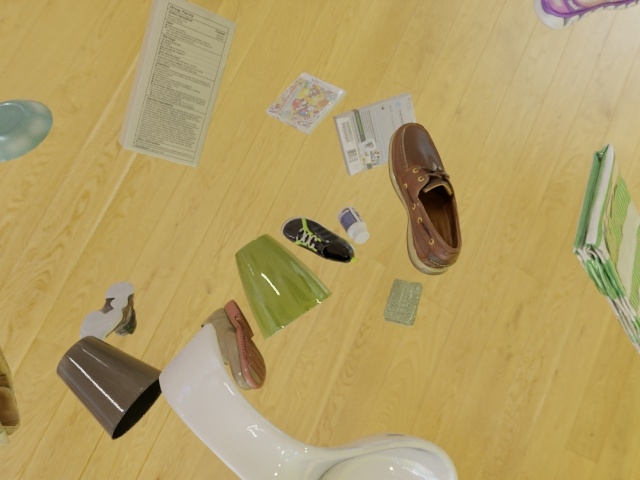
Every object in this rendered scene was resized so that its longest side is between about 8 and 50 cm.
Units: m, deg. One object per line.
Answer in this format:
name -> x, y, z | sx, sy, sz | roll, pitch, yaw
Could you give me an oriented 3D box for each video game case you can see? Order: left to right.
video game case -> -0.053, -0.506, 1.865 | 0.206, 0.026, 0.227 | 32, 71, 25

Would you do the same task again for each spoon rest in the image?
spoon rest -> 0.003, 0.175, 0.385 | 0.276, 0.084, 0.137 | 42, 91, -22

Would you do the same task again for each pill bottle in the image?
pill bottle -> 0.104, -0.047, 1.590 | 0.067, 0.067, 0.120 | -20, 50, -13

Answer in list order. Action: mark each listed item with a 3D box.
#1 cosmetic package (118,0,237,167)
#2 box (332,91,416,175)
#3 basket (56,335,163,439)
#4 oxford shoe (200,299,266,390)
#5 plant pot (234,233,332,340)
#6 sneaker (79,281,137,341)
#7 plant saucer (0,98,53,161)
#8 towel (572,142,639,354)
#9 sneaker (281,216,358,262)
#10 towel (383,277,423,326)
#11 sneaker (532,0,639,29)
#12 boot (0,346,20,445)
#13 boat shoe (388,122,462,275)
cosmetic package -> -0.301, -0.325, 1.058 | 0.160, 0.113, 0.310 | 13, 100, -31
box -> 0.136, -0.251, 1.204 | 0.186, 0.038, 0.145 | -20, 116, -4
basket -> -0.546, 0.361, 1.311 | 0.226, 0.154, 0.204 | 31, 45, 10
oxford shoe -> -0.222, 0.273, 1.249 | 0.130, 0.348, 0.123 | -29, 112, -7
plant pot -> -0.152, 0.135, 1.708 | 0.274, 0.275, 0.294 | -33, 84, -13
sneaker -> -0.647, 0.263, 1.592 | 0.101, 0.269, 0.153 | 5, 125, 5
plant saucer -> -0.714, -0.263, 1.157 | 0.194, 0.037, 0.195 | -2, 59, 4
towel -> 0.506, 0.033, 0.823 | 0.325, 0.038, 0.248 | 48, 52, -23
sneaker -> 0.000, 0.000, 1.436 | 0.234, 0.097, 0.084 | 21, 102, -2
towel -> 0.267, 0.199, 1.641 | 0.110, 0.027, 0.148 | 9, 76, 31
sneaker -> 0.477, -0.436, 0.834 | 0.236, 0.104, 0.095 | -23, 76, -2
boot -> -0.369, 0.188, 0.429 | 0.203, 0.095, 0.262 | -4, 117, -30
boat shoe -> 0.119, -0.054, 0.553 | 0.064, 0.060, 0.178 | -2, 69, -16
